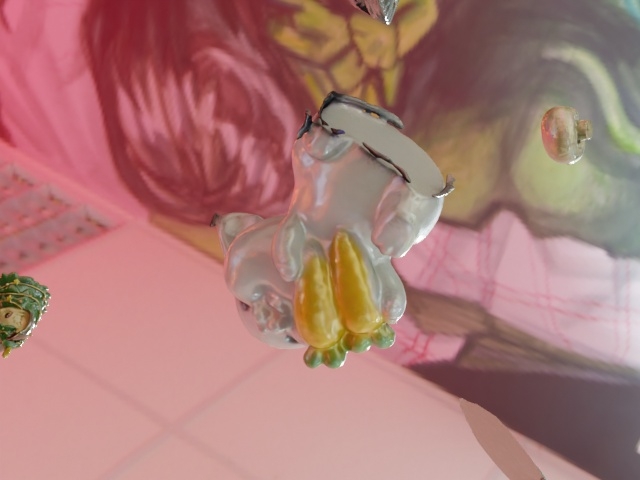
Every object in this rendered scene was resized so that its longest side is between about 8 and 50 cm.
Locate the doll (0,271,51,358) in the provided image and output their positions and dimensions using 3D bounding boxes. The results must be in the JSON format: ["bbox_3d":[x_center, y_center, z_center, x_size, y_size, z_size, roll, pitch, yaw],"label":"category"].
[{"bbox_3d":[-0.383,0.104,1.440,0.076,0.078,0.113,20,-129,-46],"label":"doll"}]

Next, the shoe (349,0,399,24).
[{"bbox_3d":[0.006,-0.225,0.857,0.099,0.071,0.169,10,167,25],"label":"shoe"}]

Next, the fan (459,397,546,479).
[{"bbox_3d":[0.279,0.331,1.462,0.010,0.310,0.182,-36,-169,-12],"label":"fan"}]

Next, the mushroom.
[{"bbox_3d":[0.340,-0.147,1.547,0.067,0.083,0.083,-5,-162,30],"label":"mushroom"}]

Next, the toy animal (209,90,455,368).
[{"bbox_3d":[-0.003,0.002,1.224,0.183,0.310,0.247,23,-146,-17],"label":"toy animal"}]
